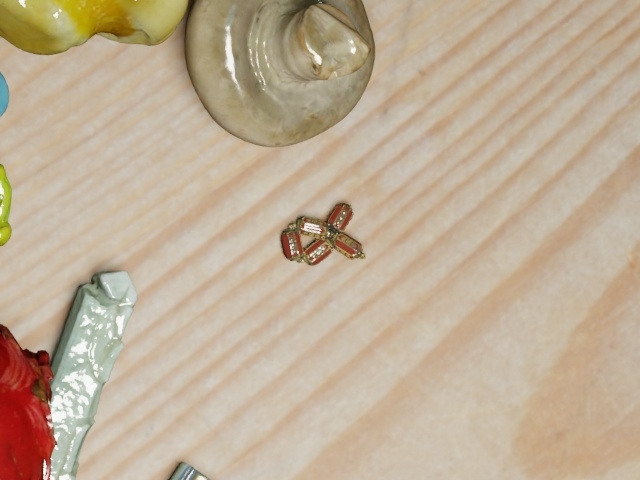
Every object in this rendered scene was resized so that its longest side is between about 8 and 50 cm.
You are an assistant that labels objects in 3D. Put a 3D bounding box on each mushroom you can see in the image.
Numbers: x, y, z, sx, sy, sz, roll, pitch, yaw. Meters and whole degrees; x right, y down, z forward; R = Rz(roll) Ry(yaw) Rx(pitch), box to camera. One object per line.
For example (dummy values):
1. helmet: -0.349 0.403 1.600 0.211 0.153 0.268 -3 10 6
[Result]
1. mushroom: -0.028 -0.193 1.655 0.204 0.204 0.204 1 84 -14

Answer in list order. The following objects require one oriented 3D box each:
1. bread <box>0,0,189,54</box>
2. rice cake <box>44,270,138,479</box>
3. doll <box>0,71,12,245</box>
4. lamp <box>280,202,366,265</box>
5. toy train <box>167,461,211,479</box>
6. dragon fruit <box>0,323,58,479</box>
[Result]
1. bread: -0.239 -0.347 1.623 0.300 0.210 0.341 22 90 -30
2. rice cake: -0.256 0.187 1.632 0.063 0.066 0.336 21 80 -20
3. doll: -0.462 -0.096 1.555 0.346 0.099 0.341 2 95 2
4. lamp: 0.000 0.000 1.734 0.083 0.031 0.063 -16 87 -12
5. toy train: -0.186 0.337 1.643 0.055 0.048 0.252 35 77 -6
6. dragon fruit: -0.386 0.187 1.493 0.301 0.295 0.296 1 84 -7
